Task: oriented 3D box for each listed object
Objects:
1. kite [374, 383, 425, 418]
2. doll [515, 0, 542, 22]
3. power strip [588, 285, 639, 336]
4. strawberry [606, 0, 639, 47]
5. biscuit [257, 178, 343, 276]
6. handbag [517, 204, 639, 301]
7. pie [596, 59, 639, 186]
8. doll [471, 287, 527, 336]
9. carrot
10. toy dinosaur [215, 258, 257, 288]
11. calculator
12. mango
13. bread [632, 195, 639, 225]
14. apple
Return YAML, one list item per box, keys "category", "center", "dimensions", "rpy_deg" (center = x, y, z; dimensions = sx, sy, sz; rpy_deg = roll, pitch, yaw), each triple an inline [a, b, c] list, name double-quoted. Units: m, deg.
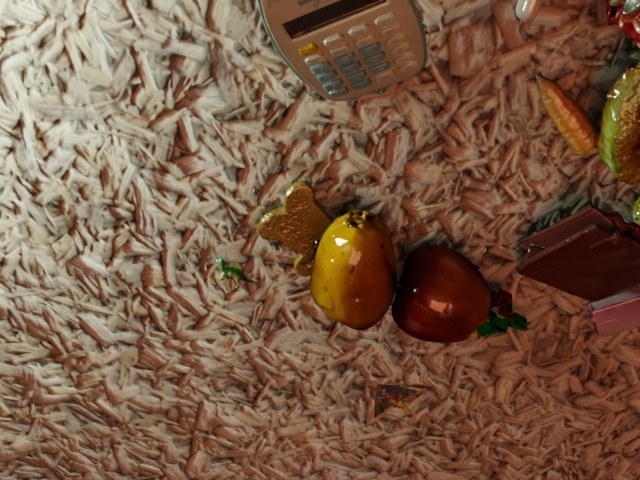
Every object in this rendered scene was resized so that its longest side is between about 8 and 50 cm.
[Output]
- category: "kite"
  center: [0.211, 0.456, 1.853]
  dimensions: [0.190, 0.010, 0.159]
  rpy_deg: [-39, 117, 23]
- category: "doll"
  center: [0.378, -0.504, 1.182]
  dimensions: [0.161, 0.059, 0.160]
  rpy_deg: [31, 118, -19]
- category: "power strip"
  center: [0.825, 0.166, 1.650]
  dimensions: [0.278, 0.037, 0.109]
  rpy_deg: [-21, 122, 12]
- category: "strawberry"
  center: [0.675, -0.470, 1.094]
  dimensions: [0.344, 0.295, 0.318]
  rpy_deg: [3, 102, -25]
- category: "biscuit"
  center: [0.000, 0.000, 1.521]
  dimensions: [0.301, 0.049, 0.197]
  rpy_deg: [39, 114, -23]
- category: "handbag"
  center: [0.620, 0.039, 1.466]
  dimensions: [0.260, 0.084, 0.275]
  rpy_deg: [21, 152, -13]
- category: "pie"
  center: [0.693, -0.243, 1.287]
  dimensions: [0.288, 0.103, 0.355]
  rpy_deg: [-29, 138, 12]
- category: "doll"
  center: [0.404, 0.189, 1.620]
  dimensions: [0.186, 0.106, 0.134]
  rpy_deg: [-15, 135, 29]
- category: "carrot"
  center: [0.508, -0.270, 1.344]
  dimensions: [0.072, 0.072, 0.205]
  rpy_deg: [-36, 111, 21]
- category: "toy dinosaur"
  center: [-0.207, 0.083, 1.590]
  dimensions: [0.119, 0.029, 0.060]
  rpy_deg: [19, 105, -16]
- category: "calculator"
  center: [0.055, -0.371, 1.174]
  dimensions: [0.256, 0.055, 0.386]
  rpy_deg: [-16, 154, 17]
- category: "mango"
  center: [0.077, 0.069, 1.455]
  dimensions: [0.201, 0.153, 0.287]
  rpy_deg: [-9, 125, -10]
- category: "bread"
  center: [0.812, -0.085, 1.397]
  dimensions: [0.124, 0.186, 0.257]
  rpy_deg: [35, 125, -26]
- category: "apple"
  center: [0.274, 0.133, 1.514]
  dimensions: [0.233, 0.234, 0.234]
  rpy_deg: [0, 124, -1]
